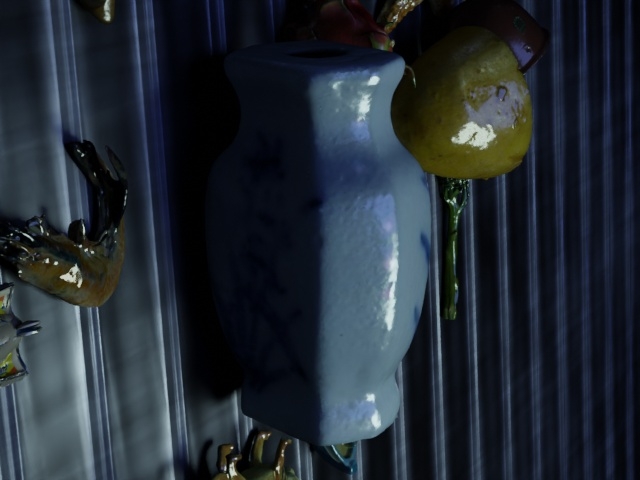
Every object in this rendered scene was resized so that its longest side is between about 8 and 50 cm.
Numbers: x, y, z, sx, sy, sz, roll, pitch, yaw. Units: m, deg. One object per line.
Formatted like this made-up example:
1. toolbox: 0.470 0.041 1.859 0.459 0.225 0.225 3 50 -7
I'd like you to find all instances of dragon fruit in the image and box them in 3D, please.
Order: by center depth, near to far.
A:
1. dragon fruit: 0.026 -0.226 1.760 0.137 0.135 0.235 24 55 -55

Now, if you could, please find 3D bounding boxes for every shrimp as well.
1. shrimp: -0.228 -0.022 1.385 0.219 0.046 0.152 27 71 -64

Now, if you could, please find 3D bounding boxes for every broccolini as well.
1. broccolini: 0.197 -0.012 2.186 0.071 0.057 0.254 -4 97 -19

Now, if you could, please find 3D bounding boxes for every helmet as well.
1. helmet: 0.213 -0.276 2.090 0.106 0.175 0.155 52 47 -22

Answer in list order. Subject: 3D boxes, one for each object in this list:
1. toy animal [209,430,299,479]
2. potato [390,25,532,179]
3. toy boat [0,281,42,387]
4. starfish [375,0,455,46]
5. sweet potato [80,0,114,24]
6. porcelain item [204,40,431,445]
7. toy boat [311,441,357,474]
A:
1. toy animal: -0.071 0.270 1.700 0.241 0.057 0.099 -9 100 -69
2. potato: 0.164 -0.159 1.998 0.158 0.178 0.203 -30 133 -39
3. toy boat: -0.311 0.098 1.228 0.210 0.066 0.084 -27 116 -57
4. starfish: 0.144 -0.417 1.971 0.375 0.094 0.327 77 27 -50
5. sweet potato: -0.206 -0.364 1.355 0.108 0.079 0.346 -29 125 -25
6. porcelain item: 0.000 0.000 1.622 0.178 0.243 0.405 -17 113 -41
7. toy boat: 0.034 0.177 1.855 0.088 0.102 0.215 -11 104 -59
